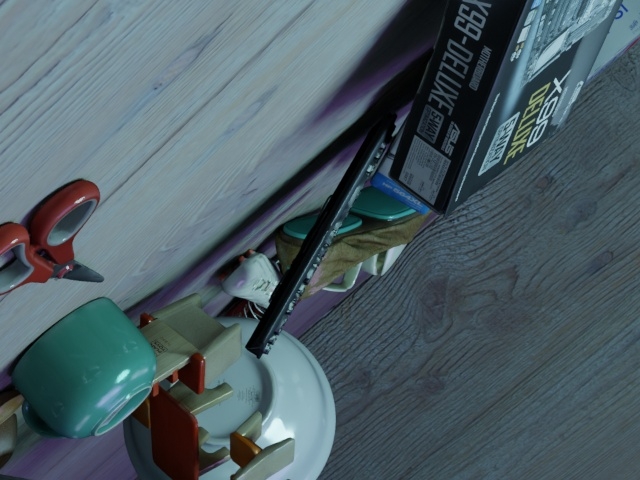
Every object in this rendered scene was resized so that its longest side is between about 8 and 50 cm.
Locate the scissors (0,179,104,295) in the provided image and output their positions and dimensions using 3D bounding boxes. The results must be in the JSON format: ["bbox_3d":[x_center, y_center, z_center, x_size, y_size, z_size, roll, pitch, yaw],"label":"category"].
[{"bbox_3d":[-0.215,0.023,0.943,0.109,0.021,0.297,-41,175,-17],"label":"scissors"}]

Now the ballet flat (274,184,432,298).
[{"bbox_3d":[0.054,0.004,1.730,0.342,0.116,0.124,-26,128,-52],"label":"ballet flat"}]

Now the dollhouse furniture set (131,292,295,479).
[{"bbox_3d":[-0.169,0.198,1.395,0.135,0.262,0.259,-33,143,-35],"label":"dollhouse furniture set"}]

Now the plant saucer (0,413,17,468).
[{"bbox_3d":[-0.416,0.271,1.363,0.198,0.036,0.198,-40,173,-6],"label":"plant saucer"}]

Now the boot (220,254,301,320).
[{"bbox_3d":[-0.100,0.109,1.852,0.244,0.088,0.176,-48,173,-2],"label":"boot"}]

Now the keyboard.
[{"bbox_3d":[0.000,0.000,1.438,0.317,0.033,0.201,-59,-176,-7],"label":"keyboard"}]

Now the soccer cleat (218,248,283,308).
[{"bbox_3d":[-0.081,0.057,1.635,0.068,0.076,0.196,-41,173,8],"label":"soccer cleat"}]

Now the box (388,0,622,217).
[{"bbox_3d":[0.198,-0.198,1.149,0.242,0.076,0.307,-34,153,-40],"label":"box"}]

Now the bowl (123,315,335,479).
[{"bbox_3d":[-0.127,0.221,1.618,0.298,0.298,0.134,-39,162,-14],"label":"bowl"}]

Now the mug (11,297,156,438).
[{"bbox_3d":[-0.231,0.141,1.218,0.129,0.097,0.158,-39,169,-26],"label":"mug"}]

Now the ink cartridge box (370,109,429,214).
[{"bbox_3d":[0.147,-0.139,1.417,0.148,0.086,0.203,-58,180,-21],"label":"ink cartridge box"}]

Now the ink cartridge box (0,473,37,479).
[{"bbox_3d":[-0.230,0.374,1.542,0.324,0.330,0.071,-8,-118,51],"label":"ink cartridge box"}]

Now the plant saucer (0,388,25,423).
[{"bbox_3d":[-0.341,0.180,1.259,0.083,0.015,0.083,-40,173,-6],"label":"plant saucer"}]

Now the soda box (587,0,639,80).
[{"bbox_3d":[0.419,-0.310,1.908,0.286,0.098,0.091,-41,172,0],"label":"soda box"}]
